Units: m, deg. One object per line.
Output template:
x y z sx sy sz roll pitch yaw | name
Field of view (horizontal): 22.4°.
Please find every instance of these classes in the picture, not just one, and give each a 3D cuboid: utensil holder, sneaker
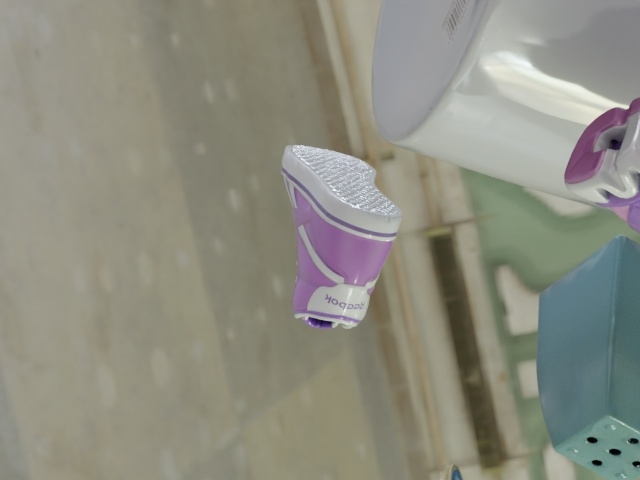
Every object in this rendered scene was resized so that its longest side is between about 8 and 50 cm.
0.271 -0.173 1.275 0.327 0.386 0.327 -165 -90 -76 | utensil holder
0.276 -0.061 1.026 0.104 0.236 0.095 48 42 -19 | sneaker
-0.001 0.000 1.677 0.282 0.102 0.161 -111 -145 -70 | sneaker

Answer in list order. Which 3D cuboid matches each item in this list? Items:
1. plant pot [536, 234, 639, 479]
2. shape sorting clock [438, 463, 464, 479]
0.359 0.154 1.911 0.165 0.166 0.234 28 48 -17 | plant pot
0.098 0.243 1.012 0.206 0.040 0.206 -8 90 -84 | shape sorting clock
